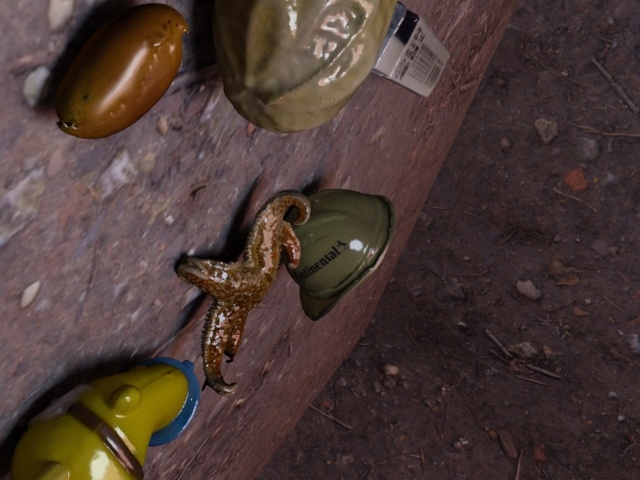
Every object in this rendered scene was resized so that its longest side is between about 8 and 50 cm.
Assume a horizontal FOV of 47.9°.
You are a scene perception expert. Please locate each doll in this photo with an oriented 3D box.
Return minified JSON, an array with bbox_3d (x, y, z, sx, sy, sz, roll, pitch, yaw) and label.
[{"bbox_3d":[-0.236,0.221,0.823,0.199,0.145,0.363,-50,176,24],"label":"doll"}]

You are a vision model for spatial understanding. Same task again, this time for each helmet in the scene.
[{"bbox_3d":[-0.005,0.001,1.237,0.257,0.137,0.204,-48,-149,23],"label":"helmet"}]

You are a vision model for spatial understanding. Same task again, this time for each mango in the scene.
[{"bbox_3d":[-0.152,-0.127,0.542,0.127,0.063,0.077,-51,171,-12],"label":"mango"}]

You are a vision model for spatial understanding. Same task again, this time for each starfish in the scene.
[{"bbox_3d":[-0.110,0.072,1.036,0.303,0.113,0.312,-64,167,-11],"label":"starfish"}]

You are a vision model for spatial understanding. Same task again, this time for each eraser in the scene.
[{"bbox_3d":[0.113,-0.296,1.106,0.098,0.096,0.404,-61,167,13],"label":"eraser"}]

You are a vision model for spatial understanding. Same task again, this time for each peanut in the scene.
[{"bbox_3d":[0.000,-0.258,0.642,0.174,0.158,0.340,8,111,-44],"label":"peanut"}]
